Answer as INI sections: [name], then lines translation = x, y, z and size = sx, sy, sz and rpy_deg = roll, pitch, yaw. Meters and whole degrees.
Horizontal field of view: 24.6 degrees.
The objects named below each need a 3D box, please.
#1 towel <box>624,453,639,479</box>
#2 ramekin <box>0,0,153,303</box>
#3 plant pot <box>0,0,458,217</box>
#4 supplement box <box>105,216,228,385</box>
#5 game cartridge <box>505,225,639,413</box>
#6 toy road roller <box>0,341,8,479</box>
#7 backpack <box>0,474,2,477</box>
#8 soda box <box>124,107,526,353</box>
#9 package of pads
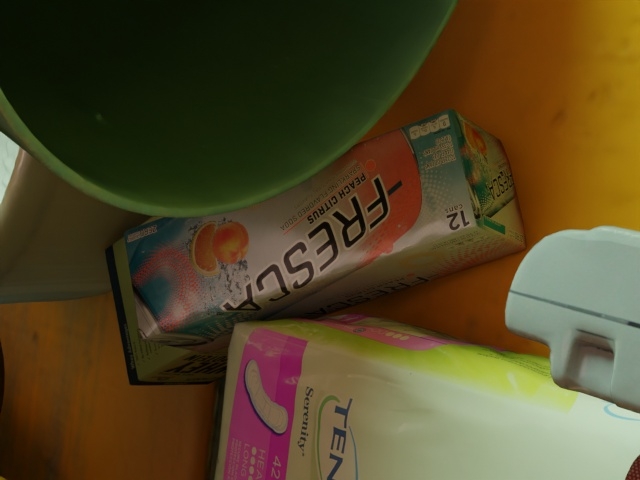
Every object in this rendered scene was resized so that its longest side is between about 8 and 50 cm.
[towel]
translation = 0.173, 0.200, 0.332
size = 0.329, 0.037, 0.237
rpy_deg = 15, 96, 57
[ramekin]
translation = -0.187, -0.089, 0.891
size = 0.277, 0.135, 0.277
rpy_deg = -6, 81, 48
[plant pot]
translation = -0.101, -0.185, 0.628
size = 0.235, 0.293, 0.293
rpy_deg = 25, 105, 37
[supplement box]
translation = -0.067, 0.028, 0.808
size = 0.083, 0.056, 0.083
rpy_deg = -30, 65, 42
[game cartridge]
translation = 0.220, 0.052, 0.389
size = 0.294, 0.196, 0.060
rpy_deg = 15, 91, 46
[toy road roller]
translation = -0.192, 0.125, 0.703
size = 0.240, 0.330, 0.202
rpy_deg = -65, 5, -13
[backpack]
translation = -0.338, 0.177, 0.945
size = 0.355, 0.290, 0.273
rpy_deg = 41, 122, 52
[soda box]
translation = 0.000, 0.000, 0.694
size = 0.183, 0.063, 0.058
rpy_deg = -20, 71, 25
[package of pads]
translation = 0.061, 0.154, 0.611
size = 0.297, 0.101, 0.229
rpy_deg = 12, 95, 54
